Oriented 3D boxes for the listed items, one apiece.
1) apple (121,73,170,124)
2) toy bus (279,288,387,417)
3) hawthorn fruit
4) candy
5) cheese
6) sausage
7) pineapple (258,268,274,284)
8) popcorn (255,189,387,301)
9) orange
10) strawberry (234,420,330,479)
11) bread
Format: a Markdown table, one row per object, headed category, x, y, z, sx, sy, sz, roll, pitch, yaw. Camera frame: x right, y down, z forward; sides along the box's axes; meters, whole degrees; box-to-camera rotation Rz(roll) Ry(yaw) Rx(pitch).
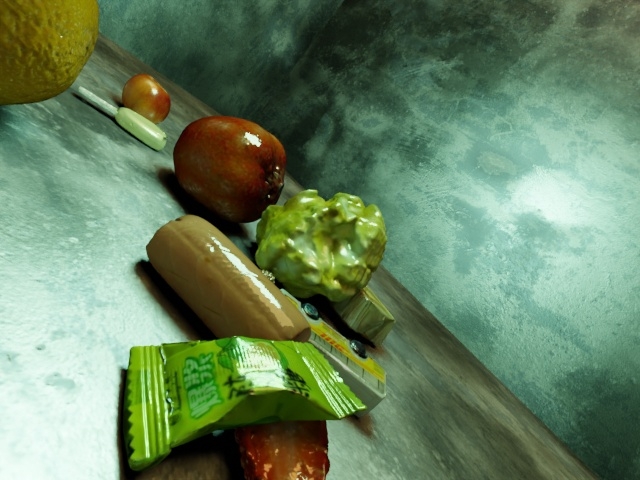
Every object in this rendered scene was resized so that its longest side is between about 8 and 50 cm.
| category | x | y | z | sx | sy | sz | roll | pitch | yaw |
| --- | --- | --- | --- | --- | --- | --- | --- | --- | --- |
| apple | -0.584 | -0.477 | 1.359 | 0.163 | 0.139 | 0.163 | 36 | 11 | -8 |
| toy bus | 0.001 | 0.210 | 0.747 | 0.268 | 0.092 | 0.106 | 40 | 20 | -7 |
| hawthorn fruit | -0.240 | -0.197 | 1.074 | 0.311 | 0.295 | 0.295 | 35 | 11 | -10 |
| candy | -0.085 | 0.158 | 0.455 | 0.246 | 0.069 | 0.149 | 5 | 25 | -29 |
| cheese | -0.571 | -0.362 | 1.171 | 0.255 | 0.050 | 0.127 | 34 | 13 | -34 |
| sausage | -0.154 | 0.077 | 0.647 | 0.304 | 0.121 | 0.121 | 42 | 11 | 15 |
| pineapple | -0.157 | 0.070 | 0.844 | 0.124 | 0.058 | 0.058 | 34 | 12 | -31 |
| popcorn | -0.001 | 0.013 | 1.047 | 0.333 | 0.294 | 0.292 | 8 | -14 | -12 |
| orange | -0.556 | -0.384 | 0.628 | 0.356 | 0.322 | 0.322 | 17 | 18 | -18 |
| strawberry | -0.053 | 0.241 | 0.471 | 0.121 | 0.082 | 0.188 | 13 | 23 | -12 |
| bread | 0.104 | 0.185 | 1.139 | 0.192 | 0.110 | 0.210 | 39 | 9 | -43 |
